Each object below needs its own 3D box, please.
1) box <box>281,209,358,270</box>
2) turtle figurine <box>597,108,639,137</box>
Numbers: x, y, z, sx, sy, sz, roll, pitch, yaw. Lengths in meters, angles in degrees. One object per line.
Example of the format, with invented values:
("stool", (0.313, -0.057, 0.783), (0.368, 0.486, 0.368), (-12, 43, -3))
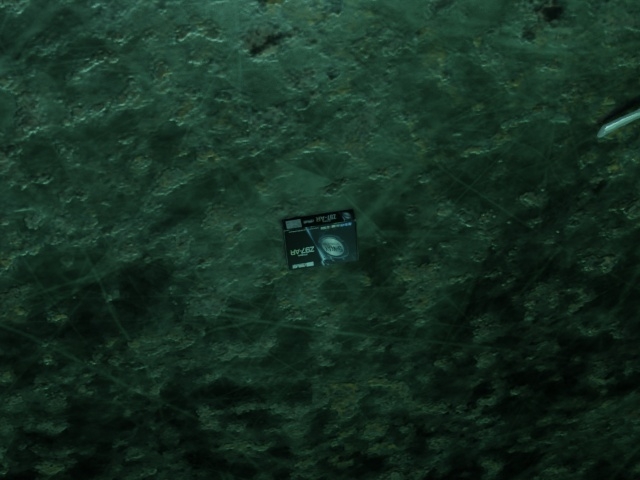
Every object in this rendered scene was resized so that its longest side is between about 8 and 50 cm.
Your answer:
("box", (0.000, 0.000, 1.356), (0.083, 0.018, 0.067), (-8, 135, -4))
("turtle figurine", (0.480, -0.128, 1.199), (0.274, 0.198, 0.266), (19, 117, -13))
